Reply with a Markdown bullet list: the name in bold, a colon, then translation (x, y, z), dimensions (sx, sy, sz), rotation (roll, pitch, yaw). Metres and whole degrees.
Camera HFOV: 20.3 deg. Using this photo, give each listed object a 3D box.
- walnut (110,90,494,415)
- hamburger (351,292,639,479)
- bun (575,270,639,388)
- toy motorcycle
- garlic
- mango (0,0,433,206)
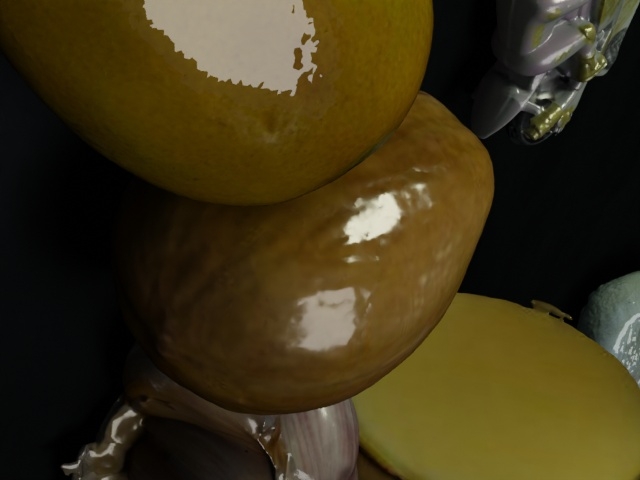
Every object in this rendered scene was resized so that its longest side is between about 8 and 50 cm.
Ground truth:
- **walnut**: translation (0.000, 0.000, 1.133), dimensions (0.298, 0.203, 0.203), rotation (-21, 138, -42)
- **hamburger**: translation (0.138, 0.186, 1.415), dimensions (0.302, 0.261, 0.186), rotation (6, 128, -4)
- **bun**: translation (0.297, 0.085, 1.721), dimensions (0.141, 0.083, 0.141), rotation (-23, 134, -26)
- **toy motorcycle**: translation (0.174, -0.170, 1.297), dimensions (0.152, 0.073, 0.225), rotation (3, 119, -52)
- **garlic**: translation (-0.085, 0.173, 1.225), dimensions (0.207, 0.207, 0.257), rotation (93, 9, -45)
- **mango**: translation (-0.064, -0.140, 0.926), dimensions (0.211, 0.173, 0.317), rotation (-50, 138, -2)
